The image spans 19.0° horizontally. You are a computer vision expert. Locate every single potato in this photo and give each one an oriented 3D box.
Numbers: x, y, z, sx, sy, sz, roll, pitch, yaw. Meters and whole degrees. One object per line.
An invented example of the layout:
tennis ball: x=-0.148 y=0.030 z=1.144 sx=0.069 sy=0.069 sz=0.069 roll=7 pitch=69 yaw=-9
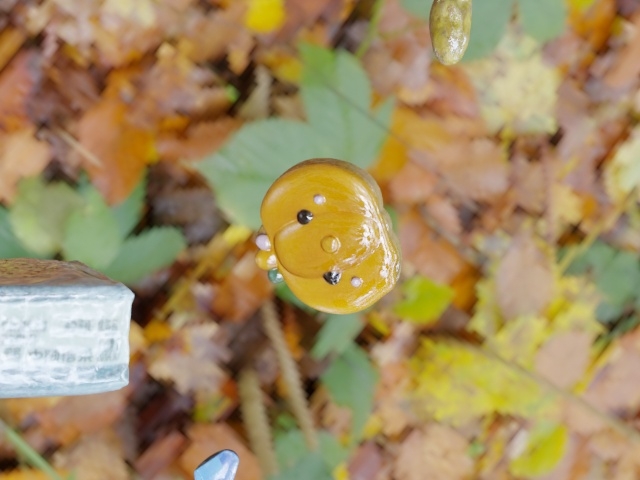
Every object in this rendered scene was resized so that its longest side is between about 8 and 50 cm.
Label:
potato: x=0.131 y=-0.223 z=1.932 sx=0.046 sy=0.045 sz=0.092 roll=23 pitch=69 yaw=-42

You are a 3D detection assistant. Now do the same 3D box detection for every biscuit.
biscuit: x=-0.001 y=0.001 z=1.983 sx=0.050 sy=0.170 sz=0.170 roll=-45 pitch=160 yaw=-58

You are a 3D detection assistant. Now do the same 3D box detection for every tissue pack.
tissue pack: x=-0.326 y=0.068 z=1.542 sx=0.315 sy=0.228 sz=0.103 roll=1 pitch=96 yaw=-20

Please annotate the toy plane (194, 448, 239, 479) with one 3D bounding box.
toy plane: x=-0.081 y=0.298 z=1.535 sx=0.169 sy=0.246 sz=0.078 roll=-20 pitch=-169 yaw=3
